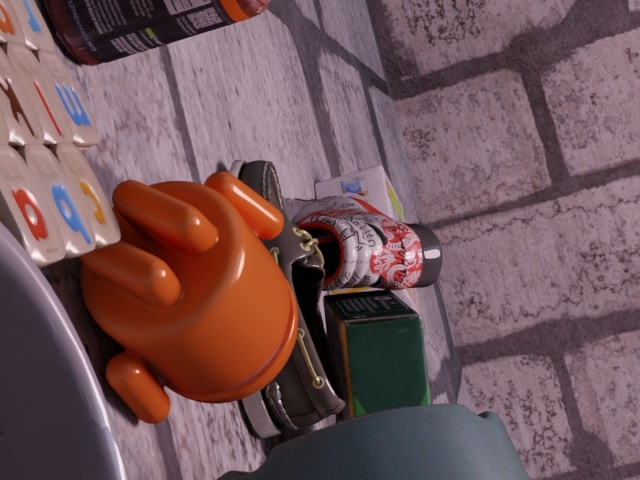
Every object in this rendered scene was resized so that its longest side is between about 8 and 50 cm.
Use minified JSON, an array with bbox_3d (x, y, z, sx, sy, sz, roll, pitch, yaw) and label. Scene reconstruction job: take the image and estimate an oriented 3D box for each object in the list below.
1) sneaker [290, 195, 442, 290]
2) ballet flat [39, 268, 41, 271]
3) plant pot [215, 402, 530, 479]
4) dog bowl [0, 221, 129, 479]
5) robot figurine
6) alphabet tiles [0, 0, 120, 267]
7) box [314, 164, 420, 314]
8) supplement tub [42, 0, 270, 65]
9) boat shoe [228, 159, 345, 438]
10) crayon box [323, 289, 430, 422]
[{"bbox_3d":[0.001,-0.001,1.361,0.270,0.145,0.090,17,-77,55],"label":"sneaker"},{"bbox_3d":[-0.154,0.078,0.669,0.067,0.073,0.206,-64,139,-69],"label":"ballet flat"},{"bbox_3d":[0.066,0.316,0.854,0.341,0.341,0.334,52,19,-63],"label":"plant pot"},{"bbox_3d":[-0.171,0.127,0.460,0.349,0.102,0.349,-15,90,-79],"label":"dog bowl"},{"bbox_3d":[-0.089,0.040,0.878,0.219,0.128,0.158,59,20,-58],"label":"robot figurine"},{"bbox_3d":[-0.204,-0.114,0.700,0.278,0.021,0.284,64,7,-2],"label":"alphabet tiles"},{"bbox_3d":[0.066,0.016,1.701,0.114,0.103,0.203,58,21,-54],"label":"box"},{"bbox_3d":[-0.108,-0.209,0.930,0.106,0.197,0.106,-15,90,-79],"label":"supplement tub"},{"bbox_3d":[-0.037,0.045,1.210,0.109,0.091,0.305,57,22,-57],"label":"boat shoe"},{"bbox_3d":[0.065,0.223,1.247,0.203,0.083,0.323,-136,-139,-83],"label":"crayon box"}]
